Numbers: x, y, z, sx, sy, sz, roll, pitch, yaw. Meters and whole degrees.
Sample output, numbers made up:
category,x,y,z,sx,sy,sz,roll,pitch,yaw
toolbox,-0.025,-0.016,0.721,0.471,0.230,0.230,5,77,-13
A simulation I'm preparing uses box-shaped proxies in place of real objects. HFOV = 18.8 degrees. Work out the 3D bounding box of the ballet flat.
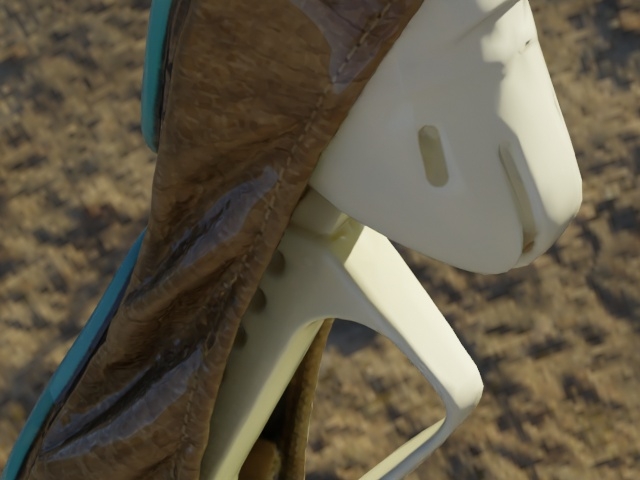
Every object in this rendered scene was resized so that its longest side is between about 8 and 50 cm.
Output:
category,x,y,z,sx,sy,sz,roll,pitch,yaw
ballet flat,0.000,0.000,0.559,0.124,0.342,0.116,34,36,15
